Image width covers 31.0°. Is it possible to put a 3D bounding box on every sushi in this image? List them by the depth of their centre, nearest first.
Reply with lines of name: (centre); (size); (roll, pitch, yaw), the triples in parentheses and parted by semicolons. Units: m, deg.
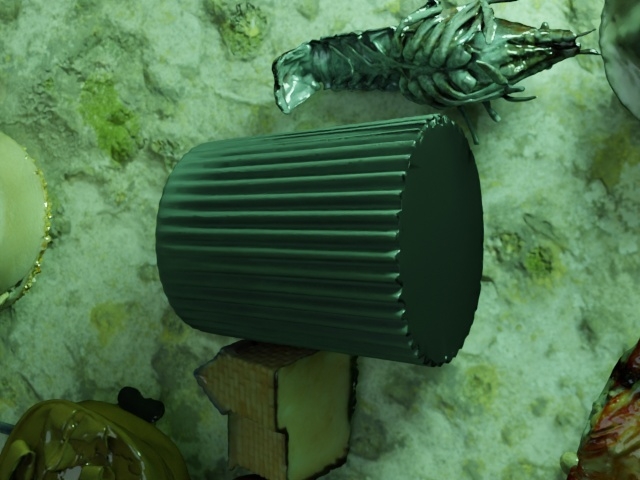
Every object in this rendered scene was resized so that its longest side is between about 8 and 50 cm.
sushi: (0.393, 0.176, 1.321); (0.124, 0.130, 0.332); (29, 89, 23)

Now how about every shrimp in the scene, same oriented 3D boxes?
shrimp: (0.132, -0.225, 1.434); (0.411, 0.166, 0.221); (6, 125, 35)

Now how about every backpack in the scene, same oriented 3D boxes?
backpack: (-0.303, 0.396, 1.567); (0.354, 0.201, 0.377); (22, 105, 23)

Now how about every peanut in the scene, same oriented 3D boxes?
peanut: (0.326, 0.288, 1.399); (0.083, 0.037, 0.037); (39, 103, 12)

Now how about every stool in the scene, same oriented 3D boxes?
stool: (0.000, 0.000, 1.412); (0.330, 0.297, 0.297); (0, 89, 26)

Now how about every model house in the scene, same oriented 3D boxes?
model house: (-0.064, 0.208, 1.511); (0.172, 0.166, 0.182); (11, 109, 38)

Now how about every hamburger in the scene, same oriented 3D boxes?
hamburger: (-0.534, -0.029, 1.696); (0.302, 0.170, 0.301); (-1, 86, 19)

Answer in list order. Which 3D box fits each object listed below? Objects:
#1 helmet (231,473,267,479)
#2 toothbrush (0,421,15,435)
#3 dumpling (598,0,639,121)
helmet: (-0.093, 0.360, 1.510); (0.155, 0.175, 0.106); (-22, 68, -5)
toothbrush: (-0.386, 0.297, 1.705); (0.288, 0.024, 0.026); (7, 106, 22)
dumpling: (0.431, -0.219, 1.295); (0.227, 0.175, 0.243); (-29, 68, 26)
